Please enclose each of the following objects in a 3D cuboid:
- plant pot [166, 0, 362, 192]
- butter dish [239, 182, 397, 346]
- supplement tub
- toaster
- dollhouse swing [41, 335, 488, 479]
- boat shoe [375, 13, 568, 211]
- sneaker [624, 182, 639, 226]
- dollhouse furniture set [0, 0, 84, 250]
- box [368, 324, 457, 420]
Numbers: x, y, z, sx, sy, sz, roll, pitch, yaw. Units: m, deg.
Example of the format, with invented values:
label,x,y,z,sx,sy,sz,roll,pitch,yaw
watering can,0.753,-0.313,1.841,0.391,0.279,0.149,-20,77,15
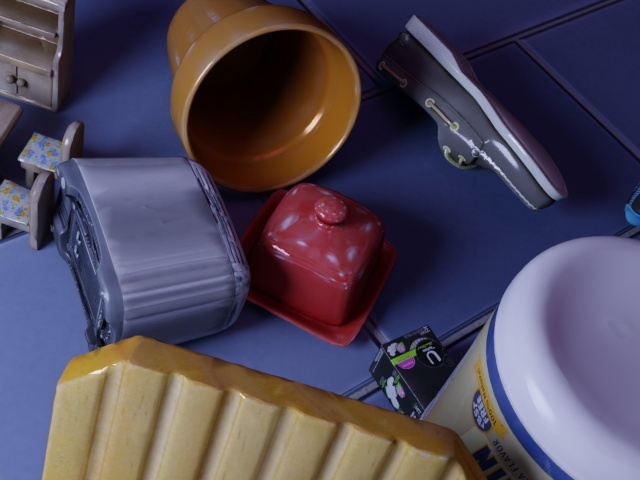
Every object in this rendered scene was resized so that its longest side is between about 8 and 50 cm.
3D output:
label,x,y,z,sx,sy,sz,roll,pitch,yaw
plant pot,-0.084,-0.189,1.091,0.205,0.205,0.188,-10,41,-23
butter dish,0.000,0.000,1.003,0.159,0.118,0.160,28,50,5
supplement tub,0.205,0.171,0.801,0.228,0.316,0.228,8,51,-10
toaster,-0.164,0.017,0.937,0.146,0.129,0.227,-10,57,-26
dollhouse swing,-0.078,0.294,0.633,0.346,0.305,0.315,18,50,-3
boat shoe,0.181,-0.144,1.187,0.305,0.091,0.109,54,21,22
sneaker,0.507,0.041,1.145,0.139,0.125,0.341,-36,70,-5
dollhouse furniture set,-0.345,-0.149,0.989,0.212,0.161,0.242,18,50,-2
box,0.099,0.139,0.967,0.062,0.052,0.083,-20,62,-27
